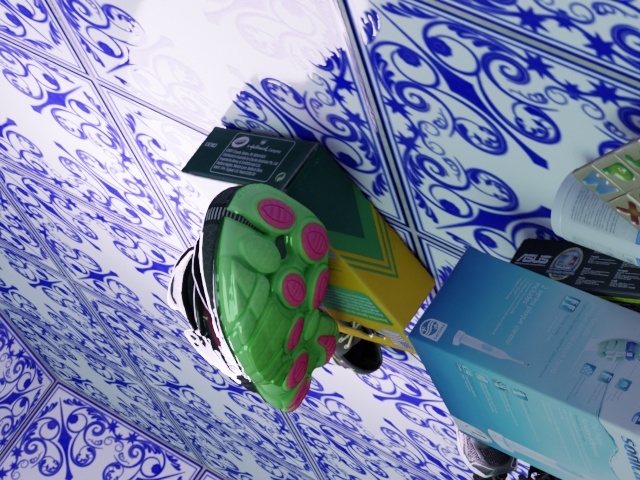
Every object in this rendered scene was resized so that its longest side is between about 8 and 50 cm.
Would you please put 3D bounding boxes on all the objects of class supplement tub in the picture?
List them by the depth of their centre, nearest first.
[{"bbox_3d":[0.272,-0.020,1.450,0.107,0.071,0.071,23,158,34],"label":"supplement tub"}]

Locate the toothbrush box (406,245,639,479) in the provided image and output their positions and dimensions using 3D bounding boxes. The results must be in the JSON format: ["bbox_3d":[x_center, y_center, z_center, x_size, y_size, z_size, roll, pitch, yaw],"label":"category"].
[{"bbox_3d":[0.263,0.154,1.615,0.295,0.126,0.216,23,157,35],"label":"toothbrush box"}]

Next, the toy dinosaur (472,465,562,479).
[{"bbox_3d":[0.316,0.392,2.136,0.218,0.164,0.322,64,-168,-1],"label":"toy dinosaur"}]

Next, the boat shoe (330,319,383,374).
[{"bbox_3d":[0.031,0.123,2.221,0.068,0.081,0.228,22,165,26],"label":"boat shoe"}]

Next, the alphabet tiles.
[{"bbox_3d":[0.338,-0.004,1.304,0.237,0.009,0.198,39,160,-7],"label":"alphabet tiles"}]

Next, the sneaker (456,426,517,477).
[{"bbox_3d":[0.202,0.230,2.103,0.077,0.072,0.178,78,168,-50],"label":"sneaker"}]

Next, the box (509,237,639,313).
[{"bbox_3d":[0.341,0.092,1.625,0.216,0.060,0.270,45,159,-26],"label":"box"}]

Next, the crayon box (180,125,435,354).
[{"bbox_3d":[0.000,0.000,1.956,0.203,0.083,0.323,13,151,49],"label":"crayon box"}]

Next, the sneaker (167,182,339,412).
[{"bbox_3d":[-0.100,0.070,1.883,0.202,0.185,0.483,26,159,13],"label":"sneaker"}]
